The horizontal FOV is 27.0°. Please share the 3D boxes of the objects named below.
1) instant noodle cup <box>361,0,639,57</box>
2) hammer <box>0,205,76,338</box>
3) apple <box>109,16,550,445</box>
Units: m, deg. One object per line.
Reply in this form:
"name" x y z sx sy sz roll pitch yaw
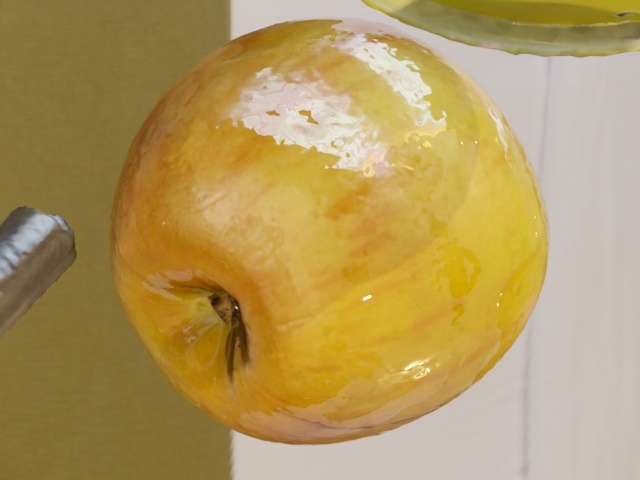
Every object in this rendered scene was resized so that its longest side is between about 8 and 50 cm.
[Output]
"instant noodle cup" 0.079 -0.174 0.286 0.264 0.200 0.264 0 95 -3
"hammer" -0.196 0.096 0.493 0.297 0.125 0.027 -52 167 -27
"apple" 0.000 0.000 0.850 0.233 0.286 0.286 -34 121 -32
